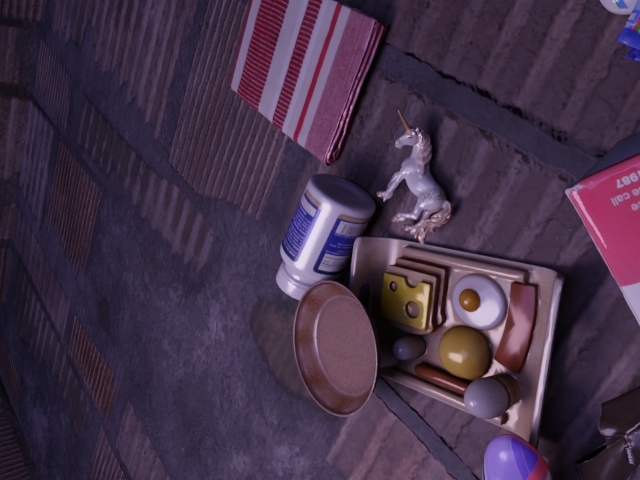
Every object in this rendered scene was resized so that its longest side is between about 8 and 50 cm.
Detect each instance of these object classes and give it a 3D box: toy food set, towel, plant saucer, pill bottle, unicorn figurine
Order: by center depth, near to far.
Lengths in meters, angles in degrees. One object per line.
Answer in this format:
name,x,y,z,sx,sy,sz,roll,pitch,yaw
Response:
toy food set,0.156,0.124,0.702,0.306,0.092,0.219,13,102,43
unicorn figurine,0.131,-0.085,0.743,0.111,0.060,0.162,-42,79,31
plant saucer,0.028,0.157,0.785,0.199,0.036,0.198,4,95,54
pill bottle,0.000,0.000,0.835,0.112,0.112,0.186,45,122,33
towel,-0.041,-0.308,0.909,0.329,0.037,0.237,43,124,36

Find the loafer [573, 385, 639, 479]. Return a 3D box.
loafer,0.328,0.190,0.543,0.078,0.080,0.220,37,118,37

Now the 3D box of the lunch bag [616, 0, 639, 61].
lunch bag,0.434,-0.199,0.398,0.293,0.138,0.220,34,117,24

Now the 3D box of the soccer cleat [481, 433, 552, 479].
soccer cleat,0.212,0.333,0.612,0.083,0.095,0.248,20,128,35

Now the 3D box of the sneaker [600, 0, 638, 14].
sneaker,0.306,-0.347,0.491,0.091,0.126,0.240,24,109,42

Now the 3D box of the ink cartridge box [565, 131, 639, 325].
ink cartridge box,0.398,0.058,0.341,0.279,0.160,0.384,-28,90,43
